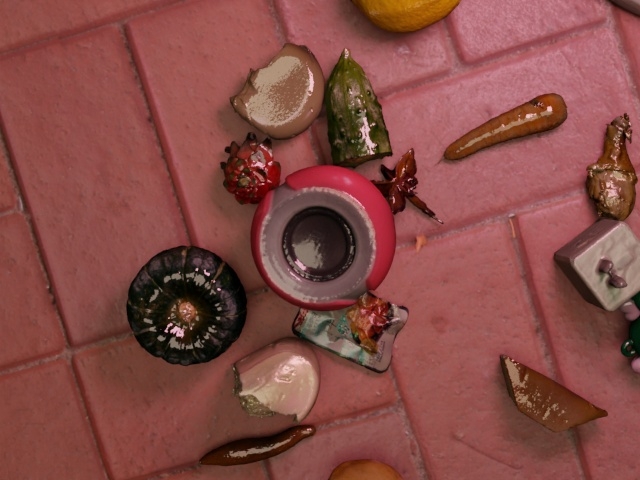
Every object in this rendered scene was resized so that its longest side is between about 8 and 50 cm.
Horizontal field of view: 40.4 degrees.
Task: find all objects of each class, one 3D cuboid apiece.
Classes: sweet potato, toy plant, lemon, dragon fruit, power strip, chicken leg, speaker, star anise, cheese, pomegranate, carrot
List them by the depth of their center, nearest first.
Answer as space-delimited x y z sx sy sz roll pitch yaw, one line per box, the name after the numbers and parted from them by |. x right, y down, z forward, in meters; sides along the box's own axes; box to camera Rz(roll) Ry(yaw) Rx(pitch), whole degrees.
0.180 -0.523 1.750 0.260 0.204 0.204 -10 93 21 | lemon
0.000 0.000 1.755 0.294 0.294 0.295 0 93 2 | speaker
0.583 0.049 1.756 0.140 0.224 0.139 -36 91 3 | power strip
0.731 0.176 1.809 0.243 0.112 0.233 -9 109 -8 | toy plant
0.608 -0.153 1.815 0.103 0.088 0.228 -1 92 21 | chicken leg
-0.075 -0.316 1.828 0.175 0.091 0.203 34 92 0 | cheese
-0.148 -0.143 1.829 0.130 0.121 0.142 3 69 -5 | dragon fruit
0.373 -0.228 1.830 0.298 0.078 0.078 -23 92 7 | carrot
0.109 0.554 1.834 0.196 0.196 0.196 0 93 2 | pomegranate
0.179 -0.095 1.855 0.158 0.144 0.140 -40 46 -3 | star anise
-0.136 0.453 1.893 0.264 0.057 0.057 -12 93 -1 | sweet potato

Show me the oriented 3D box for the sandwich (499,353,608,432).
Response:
0.473 0.335 1.841 0.258 0.094 0.096 32 93 -1 | sandwich

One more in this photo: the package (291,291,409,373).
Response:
0.068 0.176 1.876 0.231 0.040 0.166 26 94 2 | package

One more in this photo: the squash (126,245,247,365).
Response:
-0.280 0.139 1.823 0.252 0.165 0.252 0 96 1 | squash

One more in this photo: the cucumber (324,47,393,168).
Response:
0.070 -0.277 1.810 0.134 0.134 0.245 -9 90 3 | cucumber

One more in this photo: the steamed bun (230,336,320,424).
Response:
-0.089 0.308 1.795 0.199 0.225 0.171 -22 92 1 | steamed bun

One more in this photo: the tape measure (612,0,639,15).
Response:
0.662 -0.601 1.766 0.246 0.125 0.243 28 94 1 | tape measure
